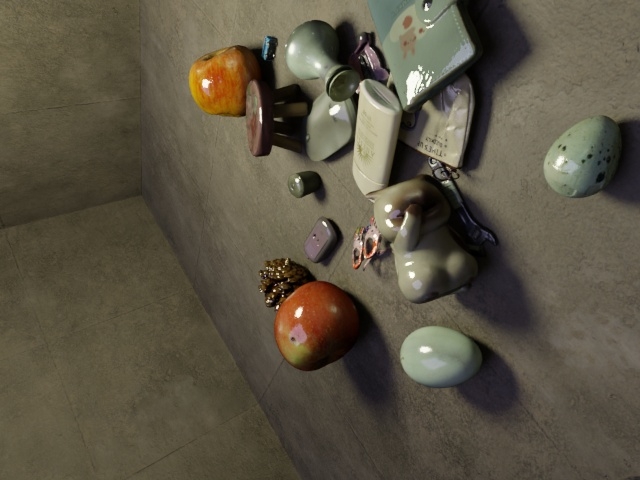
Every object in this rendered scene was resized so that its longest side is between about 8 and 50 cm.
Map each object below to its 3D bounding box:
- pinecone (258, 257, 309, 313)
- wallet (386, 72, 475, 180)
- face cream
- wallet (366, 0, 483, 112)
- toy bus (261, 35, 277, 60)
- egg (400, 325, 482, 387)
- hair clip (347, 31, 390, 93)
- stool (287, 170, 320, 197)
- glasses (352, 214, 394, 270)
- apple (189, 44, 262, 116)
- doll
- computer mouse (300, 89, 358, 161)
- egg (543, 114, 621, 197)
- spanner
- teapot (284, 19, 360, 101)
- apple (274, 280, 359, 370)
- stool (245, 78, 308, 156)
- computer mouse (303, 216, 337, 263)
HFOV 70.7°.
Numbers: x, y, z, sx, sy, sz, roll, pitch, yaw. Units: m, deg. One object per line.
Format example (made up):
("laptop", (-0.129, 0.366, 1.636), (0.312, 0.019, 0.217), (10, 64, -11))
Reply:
("pinecone", (-0.152, 0.199, 1.970), (0.243, 0.243, 0.257), (3, 114, 55))
("wallet", (0.274, -0.341, 1.194), (0.335, 0.068, 0.274), (44, 138, 40))
("face cream", (0.158, -0.280, 1.327), (0.173, 0.081, 0.348), (58, 160, 32))
("wallet", (0.238, -0.521, 1.080), (0.252, 0.083, 0.360), (-33, 68, 50))
("toy bus", (-0.192, -0.721, 1.690), (0.046, 0.038, 0.083), (53, 143, 28))
("egg", (0.357, 0.348, 1.351), (0.264, 0.183, 0.182), (-15, 95, 51))
("hair clip", (0.135, -0.496, 1.340), (0.146, 0.056, 0.187), (-34, 71, 58))
("stool", (-0.062, -0.216, 1.714), (0.096, 0.110, 0.096), (29, 129, 43))
("glasses", (0.181, 0.003, 1.535), (0.255, 0.095, 0.162), (138, 135, -57))
("apple", (-0.363, -0.610, 1.785), (0.301, 0.302, 0.301), (31, 132, 44))
("doll", (0.280, 0.006, 1.229), (0.226, 0.215, 0.370), (-42, -70, -86))
("computer mouse", (0.018, -0.389, 1.525), (0.331, 0.095, 0.197), (-29, 79, 57))
("egg", (0.520, -0.162, 0.887), (0.131, 0.131, 0.164), (45, 134, 33))
("spanner", (0.378, -0.101, 1.225), (0.087, 0.024, 0.315), (-39, 73, 54))
("teapot", (0.011, -0.532, 1.358), (0.251, 0.183, 0.183), (55, 145, 28))
("apple", (-0.015, 0.328, 1.744), (0.277, 0.349, 0.348), (58, 146, 26))
("stool", (-0.166, -0.440, 1.631), (0.272, 0.179, 0.272), (176, 90, -72))
("computer mouse", (0.001, -0.001, 1.790), (0.120, 0.057, 0.232), (55, 142, 20))
